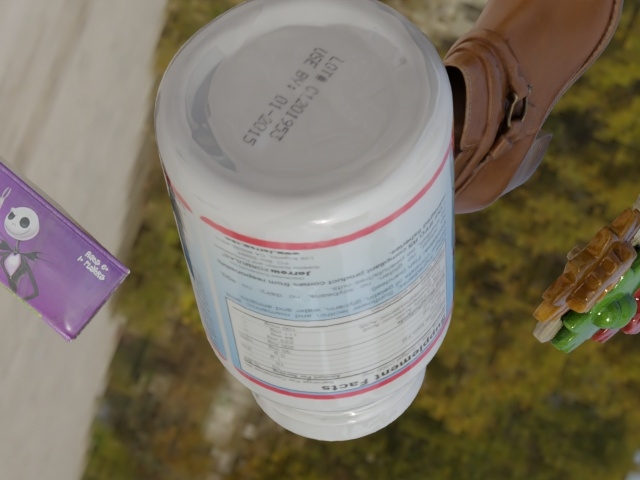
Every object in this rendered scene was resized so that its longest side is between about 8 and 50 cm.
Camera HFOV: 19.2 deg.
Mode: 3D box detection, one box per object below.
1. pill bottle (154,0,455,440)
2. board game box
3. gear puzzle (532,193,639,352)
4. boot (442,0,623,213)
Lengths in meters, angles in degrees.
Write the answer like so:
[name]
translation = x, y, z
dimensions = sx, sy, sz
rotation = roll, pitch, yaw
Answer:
[pill bottle]
translation = 0.000, 0.000, 0.606
dimensions = 0.160, 0.087, 0.087
rotation = 83, 25, -58
[board game box]
translation = -0.244, -0.094, 0.856
dimensions = 0.056, 0.347, 0.208
rotation = -49, -162, 0
[gear puzzle]
translation = 0.221, 0.007, 1.210
dimensions = 0.175, 0.044, 0.339
rotation = -52, 162, 17
[boot]
translation = 0.098, -0.103, 1.026
dimensions = 0.152, 0.073, 0.197
rotation = -16, 123, -61
